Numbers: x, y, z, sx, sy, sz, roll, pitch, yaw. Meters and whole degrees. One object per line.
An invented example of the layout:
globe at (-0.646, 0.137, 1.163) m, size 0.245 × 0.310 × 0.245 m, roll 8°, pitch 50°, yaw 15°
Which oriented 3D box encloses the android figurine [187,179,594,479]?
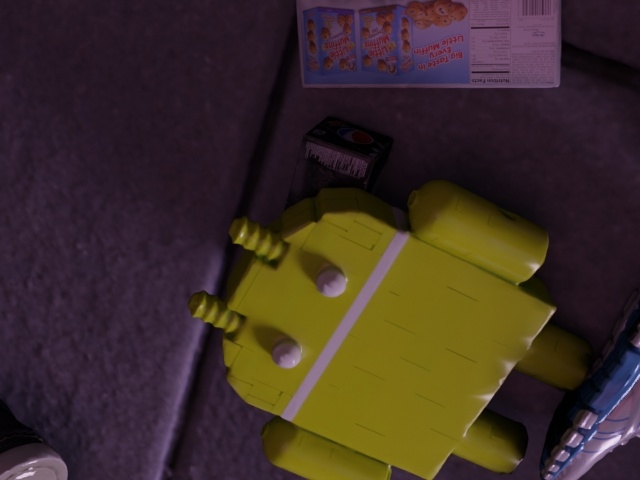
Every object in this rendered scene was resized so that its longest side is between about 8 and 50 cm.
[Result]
android figurine at (0.046, 0.068, 0.721) m, size 0.273 × 0.056 × 0.248 m, roll 27°, pitch 112°, yaw -16°

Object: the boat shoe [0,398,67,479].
boat shoe at (-0.332, 0.274, 0.935) m, size 0.113 × 0.127 × 0.340 m, roll 47°, pitch 128°, yaw 29°

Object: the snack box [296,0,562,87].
snack box at (0.072, -0.136, 0.703) m, size 0.178 × 0.022 × 0.064 m, roll 2°, pitch 111°, yaw 16°

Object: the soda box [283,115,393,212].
soda box at (0.000, 0.000, 0.755) m, size 0.053 × 0.060 × 0.169 m, roll 21°, pitch 115°, yaw 10°

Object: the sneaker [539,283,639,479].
sneaker at (0.223, 0.113, 0.724) m, size 0.083 × 0.071 × 0.191 m, roll 28°, pitch 116°, yaw -1°
